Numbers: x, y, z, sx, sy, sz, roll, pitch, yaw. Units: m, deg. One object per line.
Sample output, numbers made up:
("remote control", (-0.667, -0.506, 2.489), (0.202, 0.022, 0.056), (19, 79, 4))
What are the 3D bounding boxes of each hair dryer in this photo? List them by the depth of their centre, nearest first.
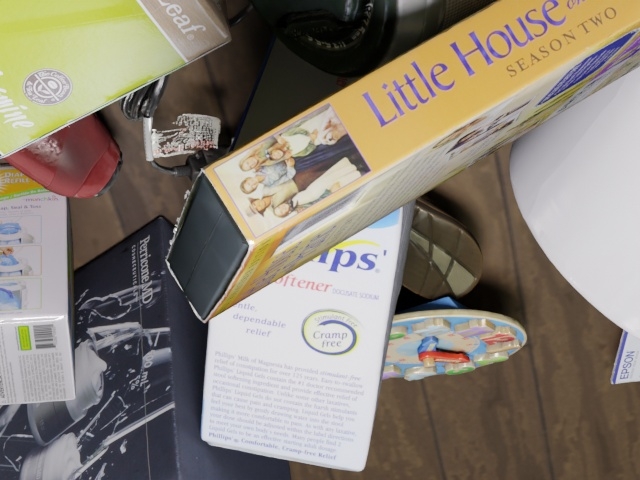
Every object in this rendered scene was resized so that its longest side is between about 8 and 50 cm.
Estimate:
("hair dryer", (-0.200, -0.141, 1.560), (0.293, 0.080, 0.223), (-6, 118, -12))

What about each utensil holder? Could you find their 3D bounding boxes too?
("utensil holder", (0.390, -0.123, 1.490), (0.327, 0.327, 0.385), (18, 129, -24))

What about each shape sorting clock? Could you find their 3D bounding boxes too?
("shape sorting clock", (0.107, 0.109, 1.799), (0.206, 0.040, 0.206), (-7, 157, -3))

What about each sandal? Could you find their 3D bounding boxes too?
("sandal", (0.068, -0.023, 1.712), (0.219, 0.060, 0.090), (32, 122, -15))

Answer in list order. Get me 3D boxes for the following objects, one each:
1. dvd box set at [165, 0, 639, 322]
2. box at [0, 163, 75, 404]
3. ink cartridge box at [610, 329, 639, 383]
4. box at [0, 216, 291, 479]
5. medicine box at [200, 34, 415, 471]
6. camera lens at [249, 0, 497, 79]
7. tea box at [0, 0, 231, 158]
("dvd box set", (0.096, -0.092, 1.209), (0.420, 0.062, 0.307), (-31, 175, -13))
("box", (-0.276, 0.037, 1.603), (0.103, 0.203, 0.114), (-3, 135, -6))
("ink cartridge box", (0.423, 0.058, 1.850), (0.224, 0.045, 0.223), (-1, 132, -8))
("box", (-0.206, 0.208, 1.681), (0.312, 0.343, 0.179), (-32, 129, 18))
("medicine box", (0.000, 0.000, 1.537), (0.149, 0.263, 0.289), (9, 125, 4))
("camera lens", (0.079, -0.248, 1.201), (0.274, 0.219, 0.219), (-29, 140, -27))
("tea box", (-0.286, -0.251, 1.321), (0.323, 0.220, 0.329), (-24, 132, 14))
